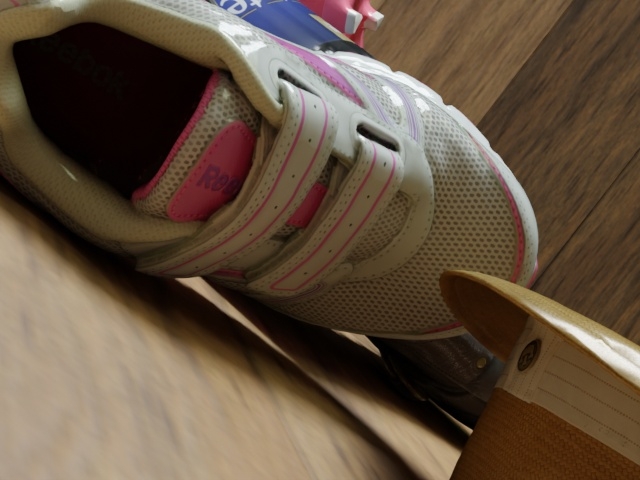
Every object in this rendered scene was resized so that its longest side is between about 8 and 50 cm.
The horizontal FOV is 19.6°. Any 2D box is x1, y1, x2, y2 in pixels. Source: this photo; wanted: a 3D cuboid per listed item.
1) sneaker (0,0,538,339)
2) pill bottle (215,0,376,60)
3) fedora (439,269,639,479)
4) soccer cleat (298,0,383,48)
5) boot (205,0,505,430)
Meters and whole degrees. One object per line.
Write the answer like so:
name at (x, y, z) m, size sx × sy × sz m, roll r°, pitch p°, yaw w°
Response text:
sneaker at (-0.031, -0.024, 0.629) m, size 0.252 × 0.103 × 0.111 m, roll 22°, pitch 13°, yaw -19°
pill bottle at (-0.040, -0.082, 1.059) m, size 0.219 × 0.123 × 0.123 m, roll 39°, pitch 4°, yaw 24°
fedora at (0.097, 0.086, 0.596) m, size 0.194 × 0.079 × 0.194 m, roll 35°, pitch -5°, yaw 3°
soccer cleat at (-0.016, -0.102, 1.202) m, size 0.095 × 0.083 × 0.248 m, roll 26°, pitch -34°, yaw 13°
boot at (0.000, 0.000, 0.858) m, size 0.263 × 0.091 × 0.229 m, roll 45°, pitch 2°, yaw 37°
